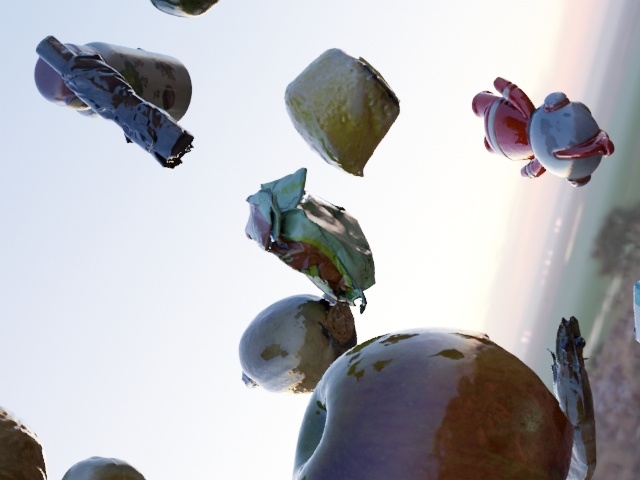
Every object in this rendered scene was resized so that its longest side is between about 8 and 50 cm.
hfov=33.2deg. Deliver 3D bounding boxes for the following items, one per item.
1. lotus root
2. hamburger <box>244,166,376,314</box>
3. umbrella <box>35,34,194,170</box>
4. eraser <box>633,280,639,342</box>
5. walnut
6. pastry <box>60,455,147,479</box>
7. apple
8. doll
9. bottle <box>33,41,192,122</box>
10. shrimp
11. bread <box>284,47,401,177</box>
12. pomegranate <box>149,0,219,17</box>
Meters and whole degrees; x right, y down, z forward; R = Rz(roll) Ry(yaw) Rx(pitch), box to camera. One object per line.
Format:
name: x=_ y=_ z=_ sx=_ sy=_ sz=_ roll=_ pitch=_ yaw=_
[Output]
lotus root: x=-0.060 y=0.202 z=1.953 sx=0.310 sy=0.183 sz=0.182 roll=-32 pitch=26 yaw=45
hamburger: x=-0.001 y=-0.006 z=1.765 sx=0.150 sy=0.261 sz=0.276 roll=-53 pitch=-6 yaw=-3
umbrella: x=-0.261 y=-0.181 z=1.360 sx=0.066 sy=0.236 sz=0.059 roll=-51 pitch=-3 yaw=32
eraser: x=0.479 y=0.131 z=1.374 sx=0.225 sy=0.052 sz=0.095 roll=-125 pitch=25 yaw=-65
walnut: x=-0.615 y=0.402 z=1.791 sx=0.333 sy=0.333 sz=0.332 roll=15 pitch=-90 yaw=-79
pastry: x=-0.337 y=0.413 z=1.676 sx=0.092 sy=0.156 sz=0.156 roll=-19 pitch=45 yaw=53
apple: x=0.128 y=0.263 z=1.277 sx=0.339 sy=0.340 sz=0.339 roll=15 pitch=-90 yaw=-79
doll: x=0.379 y=-0.184 z=1.822 sx=0.105 sy=0.336 sz=0.199 roll=-30 pitch=-67 yaw=-18
bottle: x=-0.318 y=-0.238 z=1.629 sx=0.253 sy=0.120 sz=0.120 roll=-2 pitch=-72 yaw=-54
shrimp: x=0.387 y=0.252 z=1.735 sx=0.169 sy=0.058 sz=0.295 roll=-155 pitch=56 yaw=-67
bread: x=0.038 y=-0.214 z=1.777 sx=0.170 sy=0.197 sz=0.197 roll=-46 pitch=-6 yaw=11
pomegranate: x=-0.182 y=-0.343 z=1.375 sx=0.142 sy=0.115 sz=0.114 roll=-15 pitch=-60 yaw=-67
